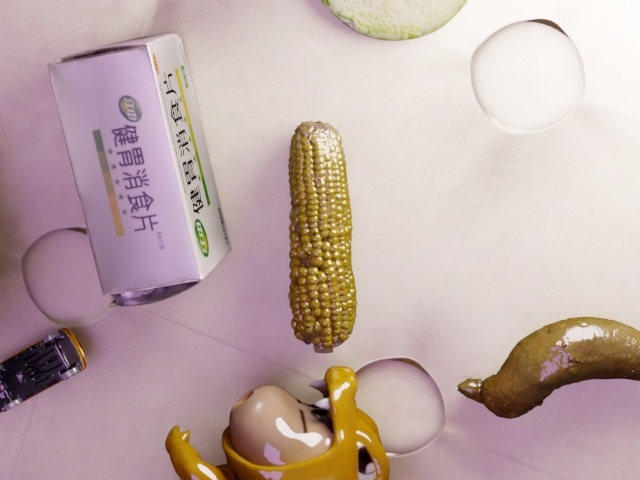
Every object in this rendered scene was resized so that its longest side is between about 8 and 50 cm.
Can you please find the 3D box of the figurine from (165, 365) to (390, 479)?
[{"bbox_3d":[-0.079,0.376,1.671,0.387,0.268,0.401,-21,133,-2],"label":"figurine"}]

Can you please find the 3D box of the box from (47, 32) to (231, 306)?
[{"bbox_3d":[-0.234,-0.097,1.615,0.145,0.173,0.333,-9,102,12],"label":"box"}]

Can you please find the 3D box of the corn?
[{"bbox_3d":[0.000,0.000,1.643,0.097,0.097,0.320,0,101,10],"label":"corn"}]

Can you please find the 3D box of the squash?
[{"bbox_3d":[0.096,-0.362,1.564,0.219,0.041,0.219,2,104,10],"label":"squash"}]

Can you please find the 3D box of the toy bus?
[{"bbox_3d":[-0.406,0.184,1.764,0.162,0.074,0.069,-28,90,17],"label":"toy bus"}]

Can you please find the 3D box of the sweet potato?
[{"bbox_3d":[0.330,0.164,1.623,0.310,0.098,0.124,-12,122,11],"label":"sweet potato"}]
